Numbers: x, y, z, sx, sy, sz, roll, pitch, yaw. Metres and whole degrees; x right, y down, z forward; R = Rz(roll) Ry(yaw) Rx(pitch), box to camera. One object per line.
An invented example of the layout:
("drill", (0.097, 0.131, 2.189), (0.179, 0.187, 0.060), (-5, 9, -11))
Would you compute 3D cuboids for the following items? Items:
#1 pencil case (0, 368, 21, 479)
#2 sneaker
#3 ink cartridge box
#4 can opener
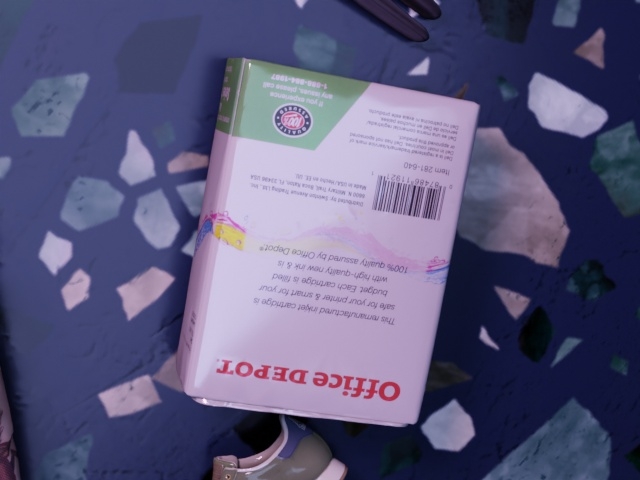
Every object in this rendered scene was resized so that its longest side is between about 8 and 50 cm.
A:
("pencil case", (-0.331, 0.197, 0.958), (0.183, 0.160, 0.410), (-13, 103, -35))
("sneaker", (-0.075, 0.230, 1.077), (0.192, 0.064, 0.086), (-38, 97, -5))
("ink cartridge box", (0.000, 0.000, 1.023), (0.201, 0.117, 0.278), (9, 97, -14))
("can opener", (0.028, -0.232, 1.025), (0.186, 0.073, 0.059), (41, 81, -24))
